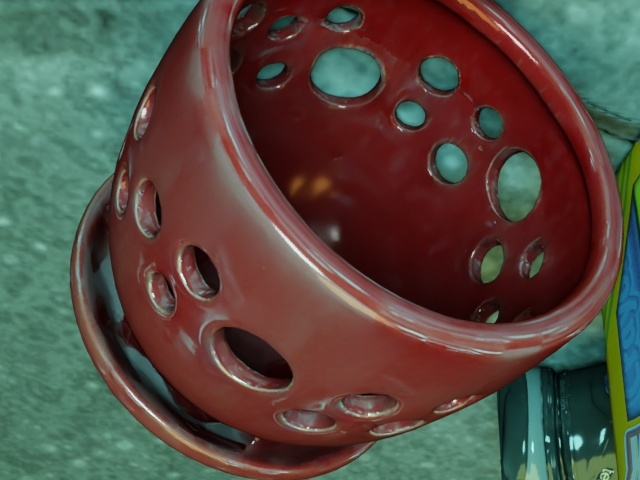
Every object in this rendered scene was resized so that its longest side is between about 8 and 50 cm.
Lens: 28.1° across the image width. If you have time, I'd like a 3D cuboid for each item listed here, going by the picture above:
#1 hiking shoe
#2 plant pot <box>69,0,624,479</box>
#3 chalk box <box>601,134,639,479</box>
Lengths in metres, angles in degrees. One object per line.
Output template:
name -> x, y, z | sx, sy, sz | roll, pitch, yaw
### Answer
hiking shoe -> 0.203, 0.185, 0.759 | 0.132, 0.113, 0.304 | -13, 134, 19
plant pot -> 0.000, 0.000, 0.531 | 0.191, 0.191, 0.174 | 24, 136, -19
chalk box -> 0.229, 0.053, 0.489 | 0.180, 0.289, 0.179 | 13, 136, -9
